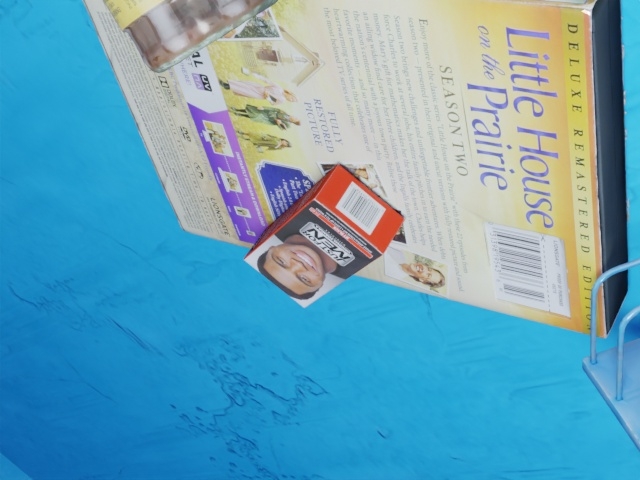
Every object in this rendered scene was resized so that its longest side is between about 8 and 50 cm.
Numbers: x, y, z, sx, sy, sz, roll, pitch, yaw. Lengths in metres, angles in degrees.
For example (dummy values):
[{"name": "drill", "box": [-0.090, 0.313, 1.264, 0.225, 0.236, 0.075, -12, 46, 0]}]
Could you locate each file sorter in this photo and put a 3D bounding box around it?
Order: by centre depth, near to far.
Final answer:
[{"name": "file sorter", "box": [0.271, 0.094, 0.717, 0.170, 0.118, 0.104, -115, 9, -48]}]

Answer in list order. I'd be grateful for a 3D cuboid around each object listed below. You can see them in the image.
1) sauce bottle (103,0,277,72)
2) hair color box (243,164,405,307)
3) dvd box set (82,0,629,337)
[{"name": "sauce bottle", "box": [-0.150, -0.278, 0.657, 0.111, 0.111, 0.344, -16, 108, 49]}, {"name": "hair color box", "box": [0.000, 0.000, 0.858, 0.072, 0.043, 0.141, 39, 148, -8]}, {"name": "dvd box set", "box": [0.025, -0.089, 0.822, 0.420, 0.062, 0.307, 13, 141, 29]}]
